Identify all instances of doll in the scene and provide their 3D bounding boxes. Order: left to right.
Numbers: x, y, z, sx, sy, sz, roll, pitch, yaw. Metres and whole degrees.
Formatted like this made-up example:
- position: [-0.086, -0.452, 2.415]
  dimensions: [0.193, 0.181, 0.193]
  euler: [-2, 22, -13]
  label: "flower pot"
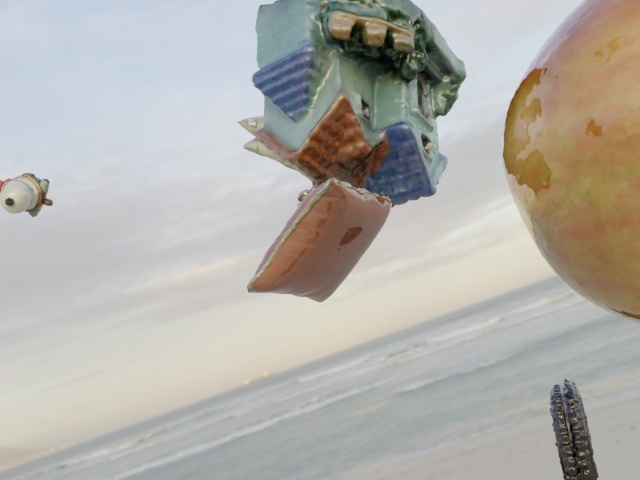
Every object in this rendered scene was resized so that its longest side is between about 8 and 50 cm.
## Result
- position: [-0.294, -0.049, 0.615]
  dimensions: [0.058, 0.085, 0.040]
  euler: [-33, -34, -76]
  label: "doll"

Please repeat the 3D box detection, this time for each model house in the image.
- position: [0.047, -0.153, 0.970]
  dimensions: [0.251, 0.330, 0.295]
  euler: [-9, -26, 32]
  label: "model house"

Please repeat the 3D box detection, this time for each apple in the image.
- position: [0.378, -0.094, 0.666]
  dimensions: [0.391, 0.392, 0.346]
  euler: [-11, 1, -42]
  label: "apple"

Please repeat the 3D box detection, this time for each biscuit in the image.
- position: [0.404, 0.321, 1.068]
  dimensions: [0.053, 0.195, 0.194]
  euler: [-12, -7, 19]
  label: "biscuit"

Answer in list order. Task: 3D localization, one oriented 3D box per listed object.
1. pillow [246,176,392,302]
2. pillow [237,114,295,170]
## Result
- position: [0.000, 0.000, 0.861]
  dimensions: [0.179, 0.075, 0.171]
  euler: [-55, -32, 14]
  label: "pillow"
- position: [-0.053, -0.193, 1.295]
  dimensions: [0.134, 0.078, 0.181]
  euler: [-19, 36, -42]
  label: "pillow"
